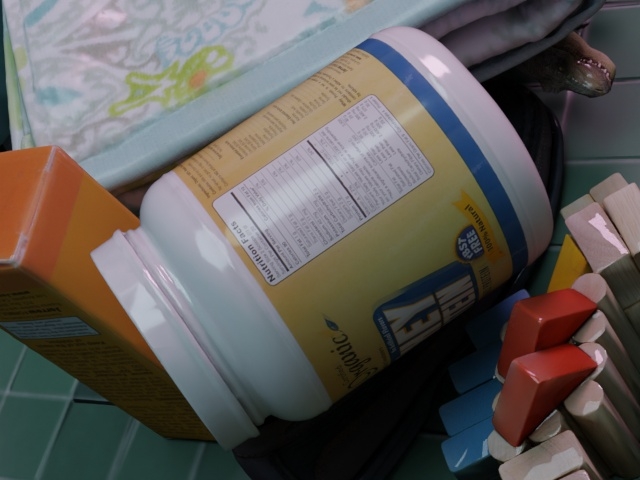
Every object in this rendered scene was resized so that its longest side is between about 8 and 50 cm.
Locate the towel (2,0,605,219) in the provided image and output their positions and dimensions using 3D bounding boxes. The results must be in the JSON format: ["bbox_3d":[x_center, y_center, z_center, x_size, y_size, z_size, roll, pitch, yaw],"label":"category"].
[{"bbox_3d":[-0.039,-0.198,0.833,0.374,0.090,0.320,-23,58,13],"label":"towel"}]

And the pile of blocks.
[{"bbox_3d":[0.094,0.109,0.673,0.149,0.112,0.362,1,59,32],"label":"pile of blocks"}]

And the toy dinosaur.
[{"bbox_3d":[0.124,-0.176,0.871,0.118,0.064,0.268,-41,33,-4],"label":"toy dinosaur"}]

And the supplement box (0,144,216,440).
[{"bbox_3d":[-0.120,0.040,0.770,0.080,0.233,0.078,-8,56,32],"label":"supplement box"}]

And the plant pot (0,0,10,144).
[{"bbox_3d":[-0.376,-0.175,0.973,0.293,0.235,0.293,-23,44,23],"label":"plant pot"}]

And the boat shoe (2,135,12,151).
[{"bbox_3d":[-0.231,-0.116,1.063,0.219,0.078,0.070,-107,33,-46],"label":"boat shoe"}]

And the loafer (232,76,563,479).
[{"bbox_3d":[0.048,0.019,0.775,0.109,0.095,0.302,18,70,40],"label":"loafer"}]

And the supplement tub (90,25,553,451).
[{"bbox_3d":[0.000,0.000,0.670,0.200,0.144,0.144,-35,47,-6],"label":"supplement tub"}]
